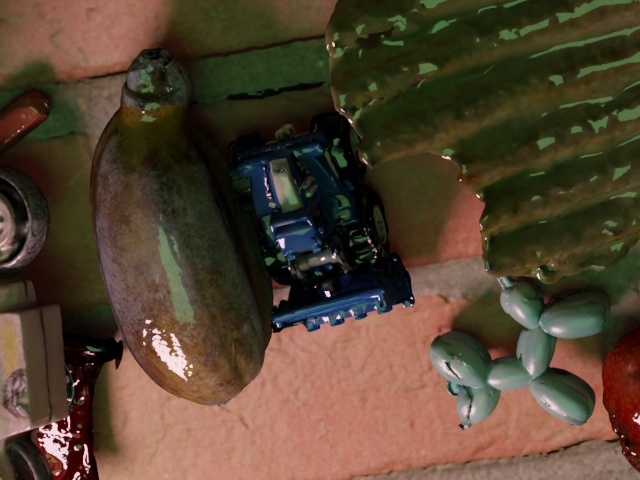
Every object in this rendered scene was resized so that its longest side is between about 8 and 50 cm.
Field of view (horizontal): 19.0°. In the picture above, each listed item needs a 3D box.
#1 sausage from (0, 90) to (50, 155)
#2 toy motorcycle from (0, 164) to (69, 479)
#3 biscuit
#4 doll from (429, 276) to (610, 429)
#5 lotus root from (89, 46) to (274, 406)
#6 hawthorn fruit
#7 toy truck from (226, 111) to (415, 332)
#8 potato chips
[{"bbox_3d":[-0.298,-0.088,1.724,0.147,0.030,0.035,-38,107,24],"label":"sausage"},{"bbox_3d":[-0.334,0.102,1.753,0.223,0.108,0.341,1,97,28],"label":"toy motorcycle"},{"bbox_3d":[-0.273,0.170,1.841,0.151,0.063,0.235,9,111,2],"label":"biscuit"},{"bbox_3d":[0.179,0.109,1.746,0.158,0.059,0.159,16,107,9],"label":"doll"},{"bbox_3d":[-0.136,-0.008,1.678,0.140,0.158,0.322,-12,109,15],"label":"lotus root"},{"bbox_3d":[0.347,0.131,1.693,0.194,0.157,0.157,-25,113,9],"label":"hawthorn fruit"},{"bbox_3d":[0.000,0.000,1.678,0.113,0.126,0.208,-16,116,15],"label":"toy truck"},{"bbox_3d":[0.218,-0.162,1.572,0.389,0.097,0.373,-40,107,20],"label":"potato chips"}]
